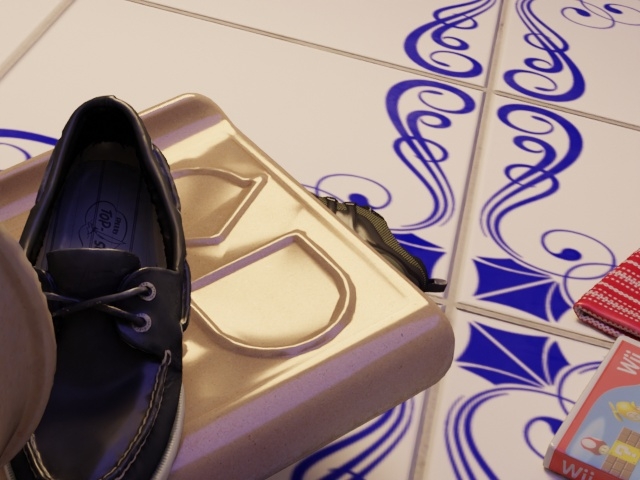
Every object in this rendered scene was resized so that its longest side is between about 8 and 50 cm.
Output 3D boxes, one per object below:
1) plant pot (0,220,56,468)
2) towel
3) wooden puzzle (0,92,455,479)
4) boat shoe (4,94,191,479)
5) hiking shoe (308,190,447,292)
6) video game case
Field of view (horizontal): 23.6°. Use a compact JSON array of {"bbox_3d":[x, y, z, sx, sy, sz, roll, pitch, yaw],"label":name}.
[{"bbox_3d":[-0.325,0.142,0.759,0.333,0.334,0.305,10,41,-4],"label":"plant pot"},{"bbox_3d":[0.379,0.054,1.440,0.198,0.031,0.275,27,32,24],"label":"towel"},{"bbox_3d":[-0.126,0.058,1.119,0.322,0.080,0.348,-26,50,-23],"label":"wooden puzzle"},{"bbox_3d":[-0.147,0.032,1.007,0.127,0.113,0.340,2,45,4],"label":"boat shoe"},{"bbox_3d":[0.000,0.000,1.349,0.227,0.086,0.114,37,23,26],"label":"hiking shoe"},{"bbox_3d":[0.340,0.180,1.210,0.285,0.025,0.204,23,31,17],"label":"video game case"}]
